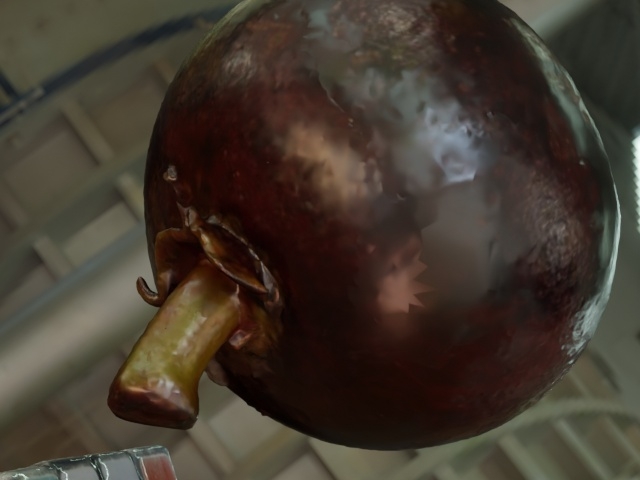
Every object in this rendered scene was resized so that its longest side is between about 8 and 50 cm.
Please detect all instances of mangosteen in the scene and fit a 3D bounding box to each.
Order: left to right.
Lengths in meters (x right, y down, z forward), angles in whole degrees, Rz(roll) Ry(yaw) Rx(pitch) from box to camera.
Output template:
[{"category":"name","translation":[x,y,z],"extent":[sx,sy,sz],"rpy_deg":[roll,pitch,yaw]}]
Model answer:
[{"category":"mangosteen","translation":[0.000,0.000,0.788],"extent":[0.235,0.261,0.236],"rpy_deg":[28,-47,34]}]

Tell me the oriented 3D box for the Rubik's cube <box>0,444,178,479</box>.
[{"category":"Rubik's cube","translation":[-0.229,0.313,1.257],"extent":[0.253,0.256,0.259],"rpy_deg":[11,58,-67]}]
